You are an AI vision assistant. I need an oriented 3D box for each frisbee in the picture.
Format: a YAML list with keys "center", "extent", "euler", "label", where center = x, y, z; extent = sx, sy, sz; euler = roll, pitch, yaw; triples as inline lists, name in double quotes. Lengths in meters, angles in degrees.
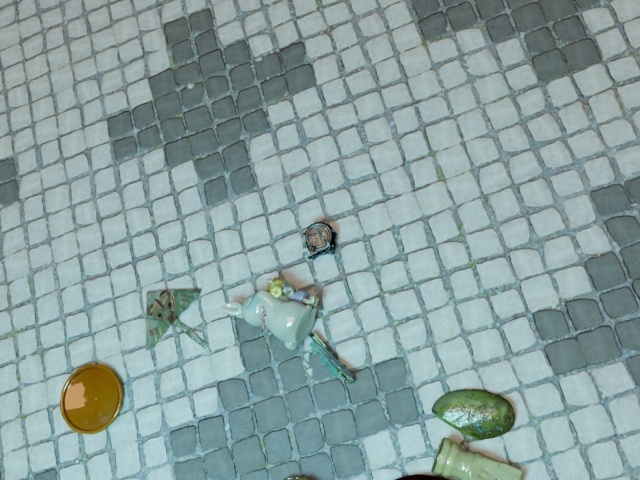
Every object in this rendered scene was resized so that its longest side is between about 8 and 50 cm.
- center: [-0.629, 0.438, 2.062]
  extent: [0.192, 0.035, 0.192]
  euler: [-4, 73, 14]
  label: "frisbee"

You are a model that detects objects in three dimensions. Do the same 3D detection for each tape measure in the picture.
- center: [0.001, -0.002, 2.023]
  extent: [0.091, 0.054, 0.094]
  euler: [-11, 77, 10]
  label: "tape measure"

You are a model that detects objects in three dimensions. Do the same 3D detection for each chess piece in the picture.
- center: [0.368, 0.538, 1.747]
  extent: [0.200, 0.090, 0.090]
  euler: [20, 79, 10]
  label: "chess piece"

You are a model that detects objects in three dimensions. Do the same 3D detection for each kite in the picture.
- center: [-0.406, 0.225, 2.083]
  extent: [0.250, 0.012, 0.229]
  euler: [39, 89, 22]
  label: "kite"

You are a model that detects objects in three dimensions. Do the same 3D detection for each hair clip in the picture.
- center: [0.023, 0.307, 1.926]
  extent: [0.049, 0.049, 0.173]
  euler: [-43, 62, -1]
  label: "hair clip"

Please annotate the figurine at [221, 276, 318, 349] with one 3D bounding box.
- center: [-0.135, 0.173, 1.968]
  extent: [0.235, 0.127, 0.155]
  euler: [22, 98, 23]
  label: "figurine"

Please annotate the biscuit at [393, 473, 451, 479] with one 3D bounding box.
- center: [0.236, 0.748, 1.706]
  extent: [0.407, 0.091, 0.407]
  euler: [-5, 72, 14]
  label: "biscuit"

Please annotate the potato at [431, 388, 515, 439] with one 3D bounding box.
- center: [0.366, 0.414, 1.796]
  extent: [0.198, 0.054, 0.119]
  euler: [15, 80, 19]
  label: "potato"

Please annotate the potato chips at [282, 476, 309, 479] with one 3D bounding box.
- center: [-0.036, 0.673, 1.823]
  extent: [0.201, 0.049, 0.150]
  euler: [43, 91, 21]
  label: "potato chips"
